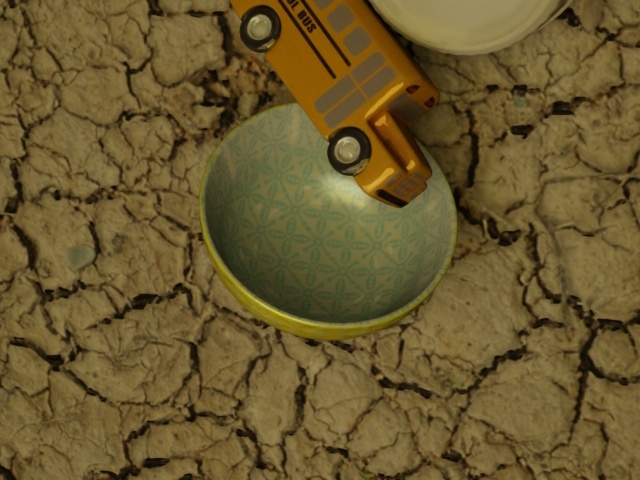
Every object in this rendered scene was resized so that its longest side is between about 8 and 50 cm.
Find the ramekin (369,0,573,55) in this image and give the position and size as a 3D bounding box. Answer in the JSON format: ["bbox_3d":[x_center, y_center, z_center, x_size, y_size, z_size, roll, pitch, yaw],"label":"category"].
[{"bbox_3d":[0.156,-0.321,1.301,0.273,0.127,0.273,8,120,15],"label":"ramekin"}]

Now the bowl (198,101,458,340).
[{"bbox_3d":[0.000,0.000,1.417,0.289,0.289,0.156,27,151,6],"label":"bowl"}]

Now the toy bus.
[{"bbox_3d":[0.018,-0.197,1.347,0.130,0.108,0.332,-39,69,12],"label":"toy bus"}]
